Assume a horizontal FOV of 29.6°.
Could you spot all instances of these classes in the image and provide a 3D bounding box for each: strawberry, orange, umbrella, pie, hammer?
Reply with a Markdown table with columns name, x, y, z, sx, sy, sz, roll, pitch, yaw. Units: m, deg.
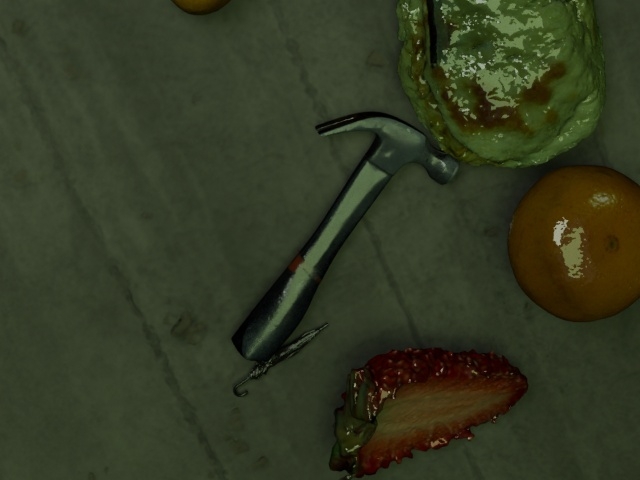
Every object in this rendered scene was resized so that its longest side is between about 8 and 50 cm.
| name | x | y | z | sx | sy | sz | roll | pitch | yaw |
| --- | --- | --- | --- | --- | --- | --- | --- | --- | --- |
| strawberry | 0.100 | 0.167 | 1.255 | 0.208 | 0.087 | 0.167 | -2 | 131 | -34 |
| orange | 0.258 | 0.002 | 1.193 | 0.156 | 0.124 | 0.156 | -1 | 93 | -17 |
| umbrella | -0.043 | 0.120 | 1.243 | 0.122 | 0.013 | 0.022 | -39 | 121 | 4 |
| pie | 0.171 | -0.185 | 1.136 | 0.201 | 0.090 | 0.248 | -15 | 105 | -2 |
| hammer | 0.000 | 0.000 | 1.198 | 0.137 | 0.037 | 0.290 | 33 | 100 | -17 |

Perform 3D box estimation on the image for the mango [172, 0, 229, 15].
| name | x | y | z | sx | sy | sz | roll | pitch | yaw |
| --- | --- | --- | --- | --- | --- | --- | --- | --- | --- |
| mango | -0.141 | -0.321 | 1.032 | 0.157 | 0.109 | 0.262 | -22 | 120 | 20 |
